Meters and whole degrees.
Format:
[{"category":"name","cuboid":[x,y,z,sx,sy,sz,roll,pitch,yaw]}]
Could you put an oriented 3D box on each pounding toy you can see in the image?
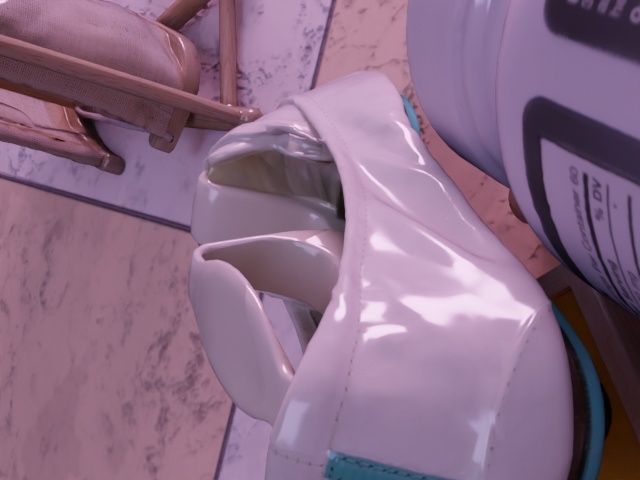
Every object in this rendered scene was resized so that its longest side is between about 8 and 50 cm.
[{"category":"pounding toy","cuboid":[0.125,0.048,0.521,0.181,0.094,0.206,-37,58,32]}]

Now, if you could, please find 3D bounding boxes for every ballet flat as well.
[{"category":"ballet flat","cuboid":[0.000,0.000,0.509,0.139,0.139,0.400,-61,20,15]}]

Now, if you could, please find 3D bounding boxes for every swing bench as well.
[{"category":"swing bench","cuboid":[-0.218,-0.154,0.779,0.255,0.253,0.165,-13,72,42]}]

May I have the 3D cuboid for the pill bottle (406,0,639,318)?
[{"category":"pill bottle","cuboid":[0.191,-0.044,0.353,0.363,0.210,0.210,42,110,55]}]
